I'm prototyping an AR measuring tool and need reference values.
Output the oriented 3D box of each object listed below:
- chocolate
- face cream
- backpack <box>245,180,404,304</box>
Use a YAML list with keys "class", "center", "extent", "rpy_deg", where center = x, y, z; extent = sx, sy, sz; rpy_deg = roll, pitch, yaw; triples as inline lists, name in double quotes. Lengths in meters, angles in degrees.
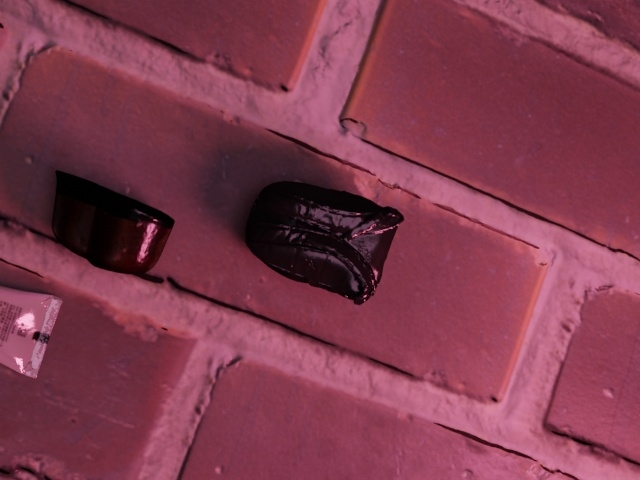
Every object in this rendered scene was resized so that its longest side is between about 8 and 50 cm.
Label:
- class: "chocolate"
  center: [-0.228, -0.011, 1.371]
  extent: [0.148, 0.125, 0.080]
  rpy_deg: [23, 92, 21]
- class: "face cream"
  center: [-0.401, 0.066, 1.336]
  extent: [0.243, 0.058, 0.092]
  rpy_deg: [22, 77, -22]
- class: "backpack"
  center: [0.000, -0.004, 1.435]
  extent: [0.165, 0.106, 0.120]
  rpy_deg: [22, 80, 5]
